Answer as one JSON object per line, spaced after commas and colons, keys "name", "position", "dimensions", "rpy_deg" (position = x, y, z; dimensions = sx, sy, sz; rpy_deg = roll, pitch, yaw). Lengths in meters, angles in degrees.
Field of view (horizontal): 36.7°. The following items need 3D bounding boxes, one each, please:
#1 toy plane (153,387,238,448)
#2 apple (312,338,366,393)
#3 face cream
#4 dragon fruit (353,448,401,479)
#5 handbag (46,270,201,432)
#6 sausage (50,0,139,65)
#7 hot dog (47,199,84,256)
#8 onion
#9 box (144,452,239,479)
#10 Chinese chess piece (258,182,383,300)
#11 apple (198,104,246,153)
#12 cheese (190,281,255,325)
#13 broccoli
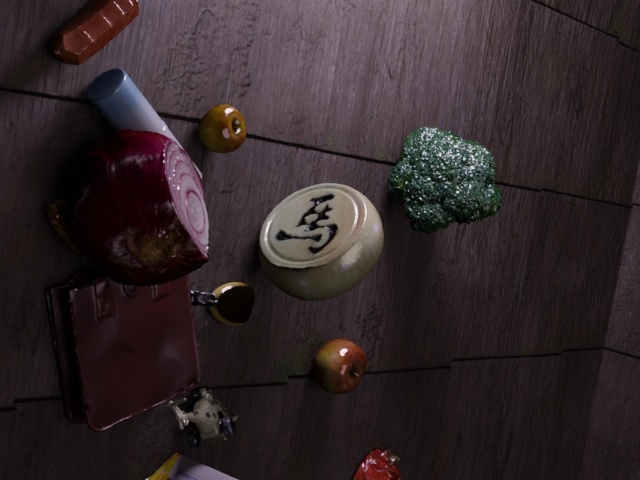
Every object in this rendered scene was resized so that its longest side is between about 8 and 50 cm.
{"name": "toy plane", "position": [-0.224, 0.329, 1.802], "dimensions": [0.286, 0.092, 0.108], "rpy_deg": [33, 39, -76]}
{"name": "apple", "position": [0.040, 0.276, 2.129], "dimensions": [0.126, 0.102, 0.126], "rpy_deg": [-25, 124, -43]}
{"name": "face cream", "position": [-0.293, -0.175, 1.628], "dimensions": [0.077, 0.077, 0.250], "rpy_deg": [-57, 137, -22]}
{"name": "dragon fruit", "position": [0.158, 0.572, 2.371], "dimensions": [0.162, 0.083, 0.106], "rpy_deg": [23, 80, -48]}
{"name": "handbag", "position": [-0.337, 0.169, 1.675], "dimensions": [0.260, 0.084, 0.275], "rpy_deg": [-19, 113, -43]}
{"name": "sausage", "position": [-0.360, -0.332, 1.518], "dimensions": [0.169, 0.065, 0.065], "rpy_deg": [-50, 134, -27]}
{"name": "hot dog", "position": [-0.410, -0.020, 1.570], "dimensions": [0.049, 0.037, 0.122], "rpy_deg": [-61, 145, -36]}
{"name": "onion", "position": [-0.300, -0.051, 1.537], "dimensions": [0.207, 0.216, 0.206], "rpy_deg": [-25, 127, 7]}
{"name": "box", "position": [-0.196, 0.521, 1.791], "dimensions": [0.097, 0.265, 0.168], "rpy_deg": [-35, 123, -41]}
{"name": "Chinese chess piece", "position": [0.000, 0.000, 1.888], "dimensions": [0.250, 0.250, 0.101], "rpy_deg": [-54, 138, -26]}
{"name": "apple", "position": [-0.179, -0.204, 1.759], "dimensions": [0.089, 0.074, 0.089], "rpy_deg": [-14, 108, -48]}
{"name": "cheese", "position": [-0.196, 0.119, 1.857], "dimensions": [0.162, 0.036, 0.086], "rpy_deg": [12, 94, -50]}
{"name": "broccoli", "position": [0.280, -0.130, 2.244], "dimensions": [0.254, 0.269, 0.269], "rpy_deg": [-8, 112, -4]}
